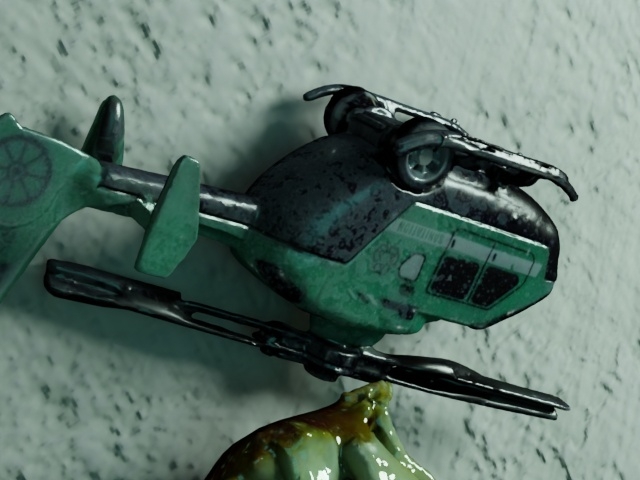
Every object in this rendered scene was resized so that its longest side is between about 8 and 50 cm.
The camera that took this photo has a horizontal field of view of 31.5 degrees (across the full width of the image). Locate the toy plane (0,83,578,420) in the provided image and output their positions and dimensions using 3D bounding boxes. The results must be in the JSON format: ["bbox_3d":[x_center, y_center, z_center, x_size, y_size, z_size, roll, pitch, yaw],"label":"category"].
[{"bbox_3d":[0.000,0.000,0.572,0.381,0.106,0.155,13,103,-37],"label":"toy plane"}]

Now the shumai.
[{"bbox_3d":[0.012,0.147,0.589,0.184,0.184,0.142,-3,81,-31],"label":"shumai"}]
